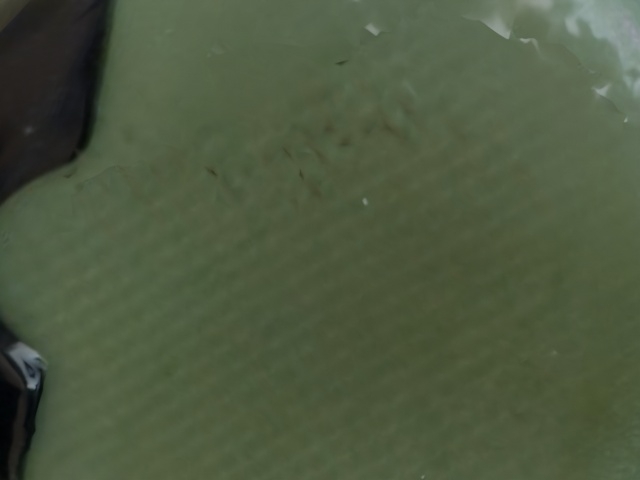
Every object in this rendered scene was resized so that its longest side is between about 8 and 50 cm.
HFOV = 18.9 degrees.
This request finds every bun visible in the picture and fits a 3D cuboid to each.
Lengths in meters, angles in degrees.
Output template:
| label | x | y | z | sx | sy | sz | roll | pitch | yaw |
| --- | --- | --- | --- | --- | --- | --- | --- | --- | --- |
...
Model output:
| label | x | y | z | sx | sy | sz | roll | pitch | yaw |
| --- | --- | --- | --- | --- | --- | --- | --- | --- | --- |
| bun | 0.000 | 0.000 | 0.659 | 0.283 | 0.283 | 0.179 | 63 | 8 | -7 |
